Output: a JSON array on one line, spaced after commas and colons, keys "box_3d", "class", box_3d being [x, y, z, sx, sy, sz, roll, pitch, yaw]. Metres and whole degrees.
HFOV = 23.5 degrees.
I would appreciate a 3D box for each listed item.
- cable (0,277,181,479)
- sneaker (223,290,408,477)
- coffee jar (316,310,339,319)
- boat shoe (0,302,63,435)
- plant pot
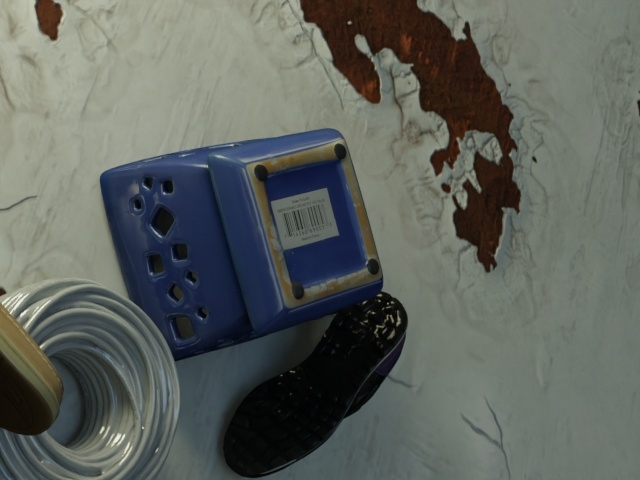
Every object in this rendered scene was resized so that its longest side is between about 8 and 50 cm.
[{"box_3d": [-0.265, 0.169, 1.598, 0.257, 0.089, 0.257, 25, 63, -39], "class": "cable"}, {"box_3d": [0.005, 0.196, 1.841, 0.283, 0.107, 0.124, -42, 154, -21], "class": "sneaker"}, {"box_3d": [0.000, 0.000, 1.902, 0.096, 0.079, 0.184, -17, 91, -46], "class": "coffee jar"}, {"box_3d": [-0.358, 0.038, 1.465, 0.341, 0.121, 0.110, 46, 44, -1], "class": "boat shoe"}, {"box_3d": [-0.076, -0.003, 1.737, 0.236, 0.212, 0.236, -16, 92, -45], "class": "plant pot"}]
